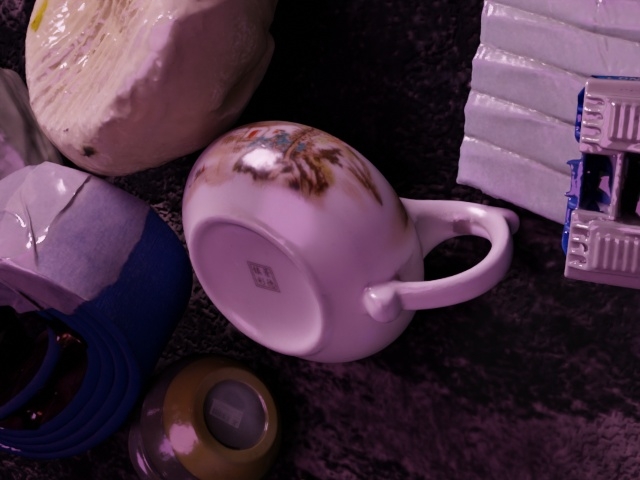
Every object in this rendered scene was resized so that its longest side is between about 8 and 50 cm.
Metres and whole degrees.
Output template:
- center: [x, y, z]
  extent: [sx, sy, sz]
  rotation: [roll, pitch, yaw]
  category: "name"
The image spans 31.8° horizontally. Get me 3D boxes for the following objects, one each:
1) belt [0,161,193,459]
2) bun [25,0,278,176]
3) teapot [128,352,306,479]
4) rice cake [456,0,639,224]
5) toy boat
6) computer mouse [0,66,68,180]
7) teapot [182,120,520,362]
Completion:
- center: [-0.246, 0.073, 0.990]
  extent: [0.212, 0.117, 0.347]
  rotation: [33, 142, -9]
  category: "belt"
- center: [-0.121, -0.181, 0.908]
  extent: [0.259, 0.160, 0.259]
  rotation: [-15, 70, 47]
  category: "bun"
- center: [-0.087, 0.176, 0.969]
  extent: [0.165, 0.130, 0.119]
  rotation: [42, 141, -10]
  category: "teapot"
- center: [0.190, -0.088, 0.760]
  extent: [0.198, 0.037, 0.189]
  rotation: [16, 106, 34]
  category: "rice cake"
- center: [0.289, -0.023, 0.645]
  extent: [0.295, 0.088, 0.129]
  rotation: [8, 103, 17]
  category: "toy boat"
- center: [-0.410, -0.124, 1.154]
  extent: [0.429, 0.145, 0.228]
  rotation: [44, 113, 11]
  category: "computer mouse"
- center: [0.000, 0.000, 0.861]
  extent: [0.298, 0.139, 0.204]
  rotation: [19, 134, 31]
  category: "teapot"
